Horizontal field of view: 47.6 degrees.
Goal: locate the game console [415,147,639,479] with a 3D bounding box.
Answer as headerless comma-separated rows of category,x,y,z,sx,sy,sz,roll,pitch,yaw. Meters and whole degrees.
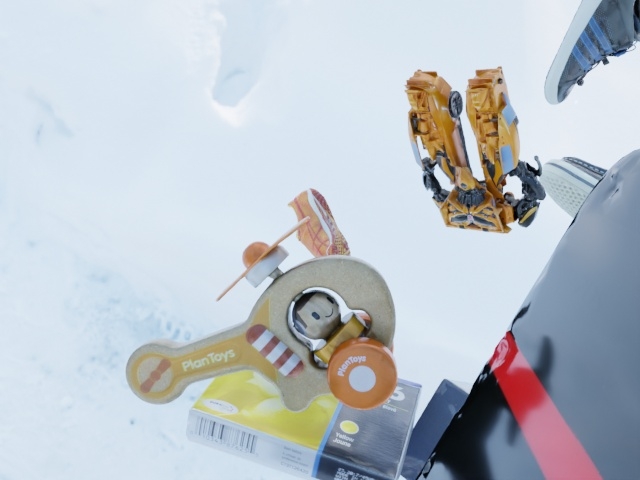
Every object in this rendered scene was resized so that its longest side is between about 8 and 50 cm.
game console,0.150,0.116,0.358,0.060,0.342,0.386,27,11,-2

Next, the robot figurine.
robot figurine,0.230,-0.124,1.122,0.211,0.291,0.085,8,42,38

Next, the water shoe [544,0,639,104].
water shoe,0.326,-0.232,0.837,0.080,0.203,0.073,28,48,14

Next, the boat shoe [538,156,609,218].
boat shoe,0.643,-0.052,1.314,0.500,0.187,0.156,23,83,8

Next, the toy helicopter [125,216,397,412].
toy helicopter,-0.083,0.111,0.909,0.355,0.235,0.140,-17,10,7

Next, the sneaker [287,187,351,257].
sneaker,0.000,0.000,1.180,0.064,0.067,0.175,18,44,-54

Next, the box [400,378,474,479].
box,0.350,0.402,1.203,0.343,0.179,0.312,33,6,33

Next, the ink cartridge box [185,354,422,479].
ink cartridge box,-0.004,0.243,1.122,0.304,0.072,0.307,14,27,10
